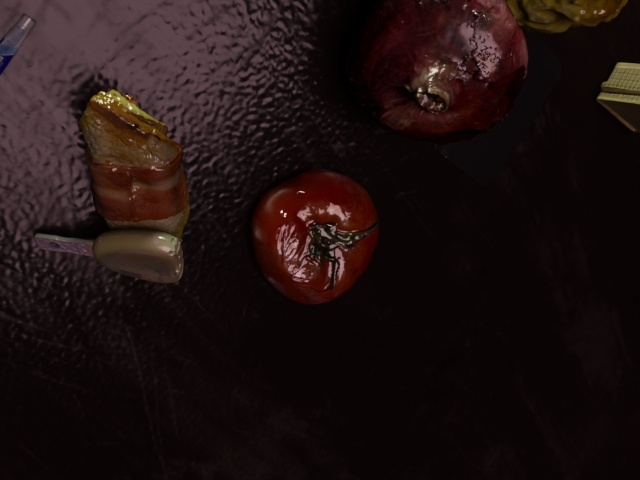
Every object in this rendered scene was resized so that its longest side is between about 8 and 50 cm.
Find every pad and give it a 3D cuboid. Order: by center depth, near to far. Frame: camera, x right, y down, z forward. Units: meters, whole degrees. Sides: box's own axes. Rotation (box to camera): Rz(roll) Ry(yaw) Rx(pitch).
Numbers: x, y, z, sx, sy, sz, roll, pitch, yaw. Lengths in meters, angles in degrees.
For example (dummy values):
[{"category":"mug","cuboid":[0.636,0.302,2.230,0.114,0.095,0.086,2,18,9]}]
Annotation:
[{"category":"pad","cuboid":[0.321,-0.242,1.016,0.181,0.004,0.267,29,96,-33]}]

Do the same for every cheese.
[{"category":"cheese","cuboid":[-0.279,0.013,0.751,0.192,0.037,0.097,8,144,-1]}]

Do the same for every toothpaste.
[{"category":"toothpaste","cuboid":[-0.364,-0.227,0.662,0.024,0.015,0.083,36,97,-35]}]

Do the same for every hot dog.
[{"category":"hot dog","cuboid":[-0.233,-0.088,0.733,0.123,0.093,0.261,0,136,-10]}]

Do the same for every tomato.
[{"category":"tomato","cuboid":[0.001,0.003,0.896,0.228,0.101,0.227,-8,111,-22]}]

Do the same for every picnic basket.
[{"category":"picnic basket","cuboid":[0.632,-0.269,1.099,0.164,0.115,0.079,23,96,-33]}]

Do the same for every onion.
[{"category":"onion","cuboid":[0.155,-0.237,0.789,0.252,0.219,0.252,9,135,9]}]

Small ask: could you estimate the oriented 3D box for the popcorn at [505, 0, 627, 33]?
[{"category":"popcorn","cuboid":[0.330,-0.443,0.801,0.282,0.247,0.281,-4,101,-22]}]
